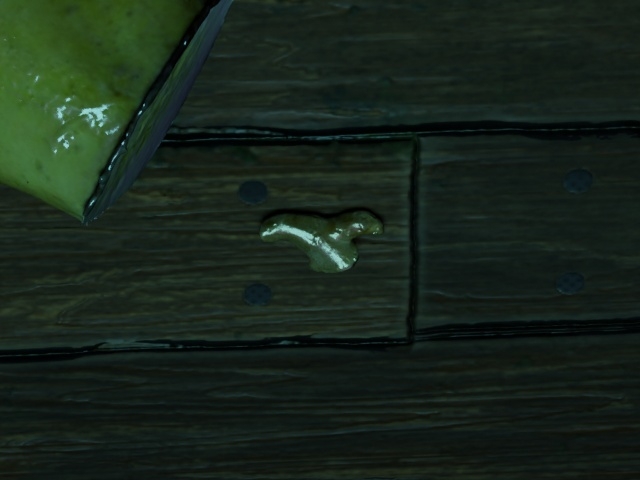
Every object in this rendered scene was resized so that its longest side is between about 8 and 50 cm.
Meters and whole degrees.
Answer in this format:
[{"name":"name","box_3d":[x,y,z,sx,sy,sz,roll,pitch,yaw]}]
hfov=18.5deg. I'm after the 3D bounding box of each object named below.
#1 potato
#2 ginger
[{"name":"potato","box_3d":[-0.215,-0.146,1.309,0.266,0.229,0.229,30,121,-5]},{"name":"ginger","box_3d":[0.001,0.001,1.517,0.097,0.030,0.048,-2,99,-4]}]
